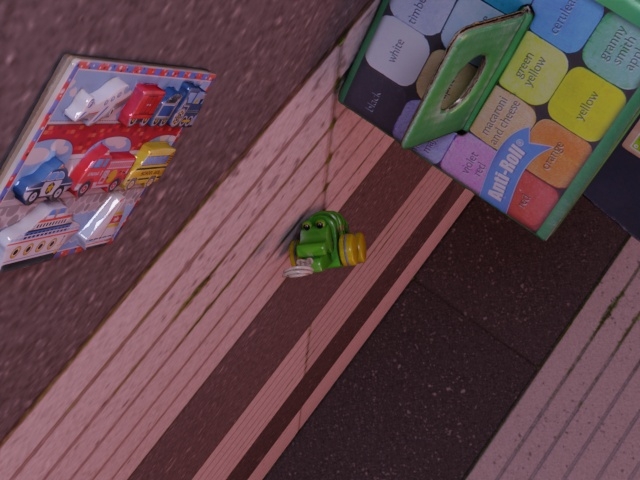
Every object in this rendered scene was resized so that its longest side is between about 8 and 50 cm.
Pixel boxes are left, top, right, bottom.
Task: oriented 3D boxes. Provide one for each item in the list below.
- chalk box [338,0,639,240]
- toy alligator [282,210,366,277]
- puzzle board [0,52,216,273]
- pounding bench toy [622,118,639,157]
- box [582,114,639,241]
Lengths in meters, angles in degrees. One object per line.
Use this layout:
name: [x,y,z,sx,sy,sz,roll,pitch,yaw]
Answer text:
chalk box: [0.147,-0.140,0.683,0.289,0.179,0.180,-45,166,-47]
toy alligator: [0.000,0.000,0.875,0.190,0.056,0.051,-9,92,-76]
puzzle board: [-0.090,-0.029,0.408,0.096,0.011,0.128,-57,170,14]
pounding bench toy: [0.260,-0.074,0.676,0.065,0.083,0.052,-44,165,-41]
box: [0.499,-0.296,1.331,0.471,0.297,0.480,-49,179,24]
